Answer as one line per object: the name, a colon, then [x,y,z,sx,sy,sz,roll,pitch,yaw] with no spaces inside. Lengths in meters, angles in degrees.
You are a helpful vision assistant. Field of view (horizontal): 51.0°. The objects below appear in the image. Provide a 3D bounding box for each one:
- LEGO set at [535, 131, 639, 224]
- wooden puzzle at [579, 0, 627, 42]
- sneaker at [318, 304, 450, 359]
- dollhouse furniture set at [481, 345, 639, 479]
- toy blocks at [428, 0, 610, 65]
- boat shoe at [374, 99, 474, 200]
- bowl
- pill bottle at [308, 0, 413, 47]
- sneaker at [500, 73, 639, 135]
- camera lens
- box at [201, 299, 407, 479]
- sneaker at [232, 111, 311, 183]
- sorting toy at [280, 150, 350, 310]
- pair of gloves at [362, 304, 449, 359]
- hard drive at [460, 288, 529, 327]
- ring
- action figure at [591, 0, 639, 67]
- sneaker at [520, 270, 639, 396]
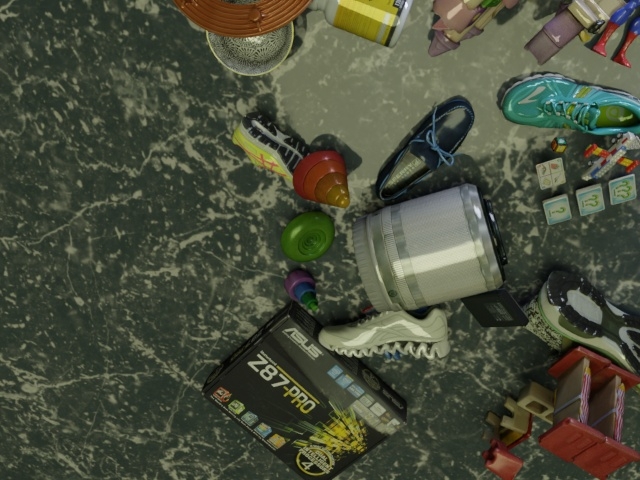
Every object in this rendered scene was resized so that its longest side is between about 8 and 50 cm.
LEGO set: [0.516,-0.117,1.290,0.183,0.060,0.244,-17,139,15]
wooden puzzle: [0.515,-0.429,1.237,0.116,0.014,0.078,-38,107,21]
sneaker: [0.141,0.195,1.497,0.292,0.110,0.118,-1,103,6]
dollhouse furniture set: [0.492,0.410,1.422,0.152,0.201,0.374,29,138,0]
toy blocks: [0.273,-0.384,1.115,0.309,0.289,0.260,50,124,4]
boat shoe: [0.215,-0.166,1.352,0.109,0.089,0.258,35,113,-7]
bowl: [-0.130,-0.411,1.305,0.170,0.080,0.170,3,113,7]
pill bottle: [0.071,-0.438,1.250,0.184,0.103,0.103,21,114,-1]
sneaker: [0.482,-0.250,1.265,0.276,0.110,0.106,6,114,7]
camera lens: [0.225,0.019,1.358,0.275,0.219,0.219,-16,110,15]
box: [-0.037,0.381,1.623,0.395,0.097,0.318,44,109,-10]
sneaker: [-0.098,-0.179,1.411,0.208,0.081,0.094,42,142,-18]
sorting toy: [0.000,0.000,1.411,0.127,0.126,0.365,-5,125,-27]
pair of gloves: [0.190,0.197,1.549,0.198,0.023,0.159,-25,107,17]
hard drive: [0.374,0.149,1.453,0.094,0.022,0.135,50,154,-12]
ring: [-0.142,-0.540,1.217,0.337,0.032,0.336,0,92,12]
action figure: [0.599,-0.433,1.155,0.092,0.139,0.280,17,113,-18]
sneaker: [0.592,0.227,1.466,0.410,0.158,0.182,38,144,-10]
